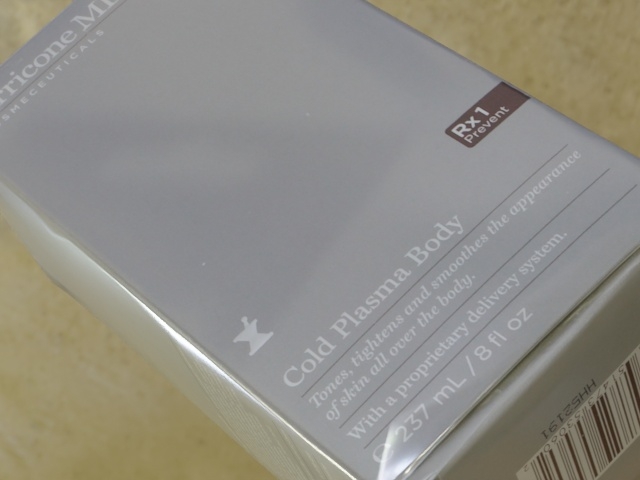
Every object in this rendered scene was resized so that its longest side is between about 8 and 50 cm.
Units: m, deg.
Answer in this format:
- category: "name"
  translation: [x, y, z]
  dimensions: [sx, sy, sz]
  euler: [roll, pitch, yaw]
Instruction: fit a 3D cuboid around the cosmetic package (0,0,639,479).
- category: "cosmetic package"
  translation: [0.000, 0.000, 0.559]
  dimensions: [0.238, 0.127, 0.107]
  euler: [35, 163, 36]
